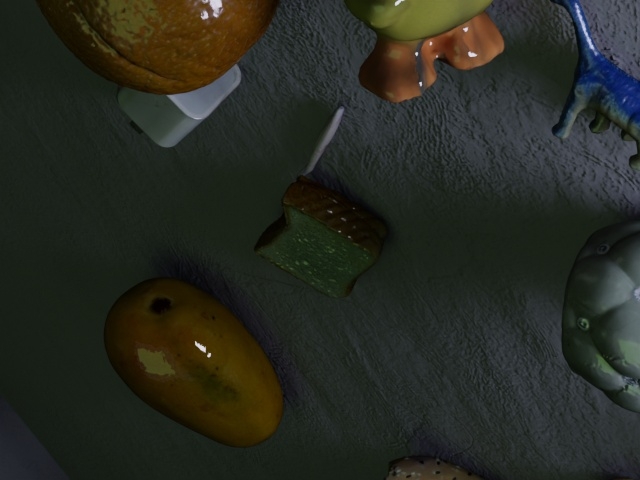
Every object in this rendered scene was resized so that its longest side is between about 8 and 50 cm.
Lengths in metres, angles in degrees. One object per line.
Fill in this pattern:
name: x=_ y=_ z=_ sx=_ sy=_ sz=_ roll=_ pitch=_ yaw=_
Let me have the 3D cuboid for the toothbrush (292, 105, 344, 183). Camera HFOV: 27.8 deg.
toothbrush: x=-0.007 y=-0.124 z=1.997 sx=0.029 sy=0.025 sz=0.307 roll=31 pitch=150 yaw=-1

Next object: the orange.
orange: x=-0.217 y=-0.365 z=1.630 sx=0.357 sy=0.322 sz=0.322 roll=52 pitch=148 yaw=-5

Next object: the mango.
mango: x=-0.240 y=0.257 z=2.564 sx=0.300 sy=0.232 sz=0.446 roll=-3 pitch=136 yaw=44

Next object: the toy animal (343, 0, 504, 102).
toy animal: x=0.108 y=-0.339 z=1.425 sx=0.191 sy=0.216 sz=0.338 roll=52 pitch=158 yaw=37

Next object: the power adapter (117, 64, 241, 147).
power adapter: x=-0.233 y=-0.225 z=2.006 sx=0.125 sy=0.130 sz=0.205 roll=45 pitch=148 yaw=-10

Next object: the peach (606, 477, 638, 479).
peach: x=0.493 y=0.479 z=2.106 sx=0.184 sy=0.184 sz=0.184 roll=28 pitch=148 yaw=19

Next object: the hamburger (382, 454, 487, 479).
hamburger: x=0.231 y=0.566 z=2.396 sx=0.276 sy=0.318 sz=0.195 roll=3 pitch=143 yaw=-2

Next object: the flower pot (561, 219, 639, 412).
flower pot: x=0.420 y=0.094 z=1.611 sx=0.195 sy=0.246 sz=0.246 roll=11 pitch=140 yaw=29

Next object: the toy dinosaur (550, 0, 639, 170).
toy dinosaur: x=0.357 y=-0.177 z=1.490 sx=0.247 sy=0.075 sz=0.188 roll=31 pitch=142 yaw=25

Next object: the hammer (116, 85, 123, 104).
hammer: x=-0.304 y=-0.235 z=2.176 sx=0.083 sy=0.031 sz=0.052 roll=26 pitch=152 yaw=2

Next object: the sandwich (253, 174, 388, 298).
sandwich: x=0.000 y=0.000 z=2.090 sx=0.186 sy=0.065 sz=0.215 roll=32 pitch=150 yaw=-4
